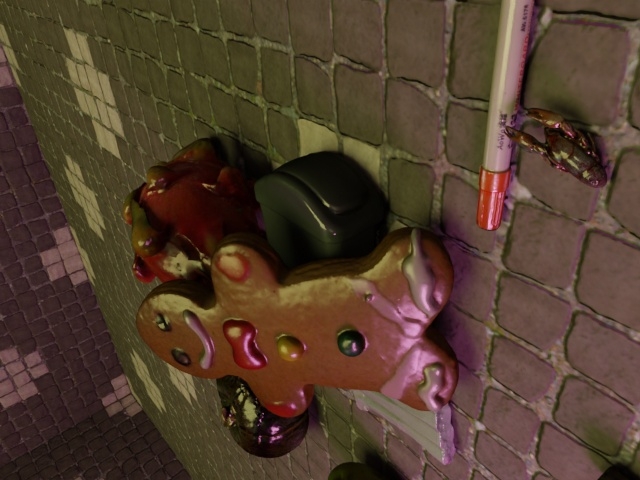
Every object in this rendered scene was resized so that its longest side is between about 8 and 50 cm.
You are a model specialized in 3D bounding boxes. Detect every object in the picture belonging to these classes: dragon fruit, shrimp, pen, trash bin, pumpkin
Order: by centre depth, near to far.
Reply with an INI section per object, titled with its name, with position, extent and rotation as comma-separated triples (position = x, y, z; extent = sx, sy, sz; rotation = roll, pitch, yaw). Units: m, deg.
[shrimp]
position = 0.194, -0.079, 0.438
extent = 0.092, 0.029, 0.038
rotation = 34, 123, 15
[pen]
position = 0.159, -0.115, 0.472
extent = 0.028, 0.028, 0.239
rotation = 31, 136, 42
[trash bin]
position = 0.000, 0.000, 0.734
extent = 0.176, 0.101, 0.236
rotation = 30, 138, 41
[dragon fruit]
position = -0.174, 0.005, 0.854
extent = 0.227, 0.243, 0.307
rotation = -36, 97, 19
[pumpkin]
position = -0.127, 0.337, 1.123
extent = 0.238, 0.159, 0.238
rotation = 43, 148, 35

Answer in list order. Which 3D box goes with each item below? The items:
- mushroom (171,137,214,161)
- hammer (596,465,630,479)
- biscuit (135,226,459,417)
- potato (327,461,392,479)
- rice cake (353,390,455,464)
[mushroom]
position = -0.214, -0.081, 0.994
extent = 0.088, 0.097, 0.212
rotation = 43, 147, 52
[hammer]
position = 0.421, 0.354, 0.424
extent = 0.440, 0.044, 0.168
rotation = 40, 141, 34
[biscuit]
position = -0.049, 0.122, 0.676
extent = 0.432, 0.064, 0.283
rotation = -2, 118, 18
[potato]
position = 0.096, 0.503, 0.925
extent = 0.253, 0.148, 0.186
rotation = 47, 144, 26
[rice cake]
position = 0.105, 0.208, 0.790
extent = 0.198, 0.037, 0.189
rotation = 14, 124, 51
